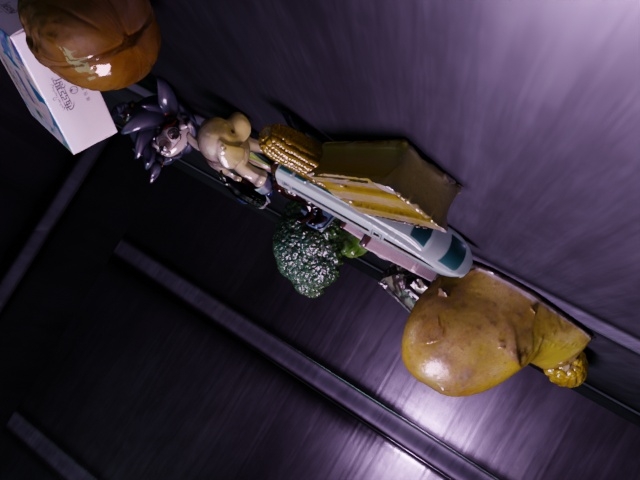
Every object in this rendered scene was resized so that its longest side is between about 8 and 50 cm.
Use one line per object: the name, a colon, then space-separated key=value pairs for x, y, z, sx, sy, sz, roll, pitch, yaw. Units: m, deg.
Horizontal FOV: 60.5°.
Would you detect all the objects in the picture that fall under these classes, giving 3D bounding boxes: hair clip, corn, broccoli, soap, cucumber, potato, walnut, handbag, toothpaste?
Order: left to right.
walnut: x=-0.304 y=-0.282 z=0.727 sx=0.207 sy=0.167 sz=0.167 roll=30 pitch=176 yaw=39
cucumber: x=-0.164 y=-0.107 z=1.160 sx=0.163 sy=0.038 sz=0.043 roll=29 pitch=-141 yaw=-67
hair clip: x=-0.156 y=-0.206 z=1.384 sx=0.060 sy=0.033 sz=0.188 roll=23 pitch=172 yaw=41
toothpaste: x=-0.044 y=-0.191 z=0.921 sx=0.027 sy=0.019 sz=0.083 roll=43 pitch=177 yaw=28
corn: x=-0.014 y=-0.135 z=0.929 sx=0.207 sy=0.068 sz=0.068 roll=23 pitch=180 yaw=-30
broccoli: x=0.000 y=0.000 z=1.550 sx=0.297 sy=0.298 sz=0.297 roll=-13 pitch=-157 yaw=-33
soap: x=0.090 y=-0.088 z=0.821 sx=0.135 sy=0.076 sz=0.233 roll=32 pitch=175 yaw=-29
hair clip: x=0.177 y=0.012 z=1.299 sx=0.101 sy=0.085 sz=0.330 roll=29 pitch=-178 yaw=44
handbag: x=0.361 y=0.186 z=1.631 sx=0.327 sy=0.163 sz=0.325 roll=39 pitch=171 yaw=-7
potato: x=0.373 y=0.240 z=1.261 sx=0.397 sy=0.296 sz=0.290 roll=35 pitch=176 yaw=-26
corn: x=0.686 y=0.352 z=1.531 sx=0.120 sy=0.121 sz=0.363 roll=28 pitch=176 yaw=33

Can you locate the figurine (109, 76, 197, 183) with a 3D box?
figurine: x=-0.379 y=-0.263 z=1.288 sx=0.197 sy=0.175 sz=0.265 roll=57 pitch=174 yaw=2

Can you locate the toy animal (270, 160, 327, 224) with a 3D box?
toy animal: x=-0.034 y=-0.126 z=1.237 sx=0.180 sy=0.116 sz=0.218 roll=60 pitch=164 yaw=-23

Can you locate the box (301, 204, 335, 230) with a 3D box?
box: x=0.003 y=-0.081 z=1.358 sx=0.074 sy=0.099 sz=0.054 roll=27 pitch=159 yaw=46

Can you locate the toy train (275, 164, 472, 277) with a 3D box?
toy train: x=0.109 y=-0.055 z=1.031 sx=0.406 sy=0.087 sz=0.088 roll=30 pitch=170 yaw=7

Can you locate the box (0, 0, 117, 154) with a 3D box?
box: x=-0.550 y=-0.343 z=1.106 sx=0.203 sy=0.116 sz=0.274 roll=39 pitch=153 yaw=30

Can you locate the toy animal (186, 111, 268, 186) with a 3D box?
toy animal: x=-0.188 y=-0.196 z=1.158 sx=0.168 sy=0.121 sz=0.233 roll=20 pitch=178 yaw=-23

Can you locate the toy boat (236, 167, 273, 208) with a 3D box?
toy boat: x=-0.194 y=-0.150 z=1.680 sx=0.115 sy=0.114 sz=0.262 roll=44 pitch=169 yaw=-11
